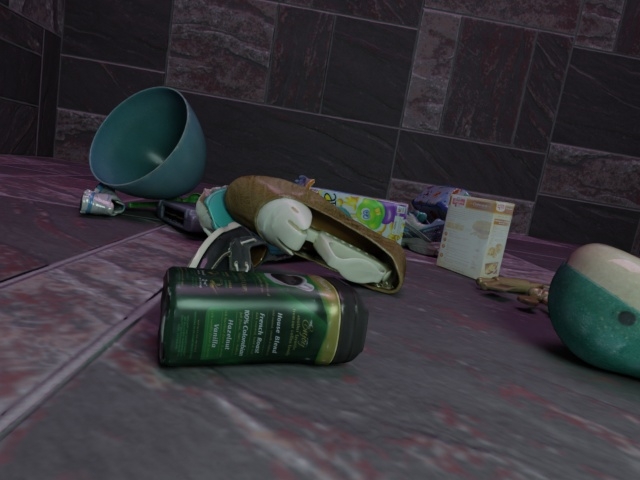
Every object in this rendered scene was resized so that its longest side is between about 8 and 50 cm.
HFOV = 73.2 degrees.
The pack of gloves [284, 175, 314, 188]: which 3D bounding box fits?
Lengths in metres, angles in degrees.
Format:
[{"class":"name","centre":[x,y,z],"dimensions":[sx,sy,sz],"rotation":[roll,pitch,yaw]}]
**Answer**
[{"class":"pack of gloves","centre":[-0.107,-0.096,1.084],"dimensions":[0.046,0.195,0.232],"rotation":[41,2,-14]}]

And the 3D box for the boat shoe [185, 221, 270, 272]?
[{"class":"boat shoe","centre":[-0.127,0.031,0.596],"dimensions":[0.079,0.084,0.233],"rotation":[34,15,-1]}]

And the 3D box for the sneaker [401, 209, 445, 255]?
[{"class":"sneaker","centre":[0.279,-0.038,1.343],"dimensions":[0.110,0.122,0.283],"rotation":[2,11,-43]}]

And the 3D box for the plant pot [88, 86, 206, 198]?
[{"class":"plant pot","centre":[-0.415,-0.221,1.129],"dimensions":[0.290,0.290,0.195],"rotation":[14,-18,26]}]

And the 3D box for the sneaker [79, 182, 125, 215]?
[{"class":"sneaker","centre":[-0.514,-0.091,1.044],"dimensions":[0.082,0.071,0.191],"rotation":[15,13,-17]}]

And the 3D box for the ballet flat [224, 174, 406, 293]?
[{"class":"ballet flat","centre":[0.000,0.000,0.709],"dimensions":[0.342,0.116,0.124],"rotation":[28,20,-14]}]

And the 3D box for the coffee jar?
[{"class":"coffee jar","centre":[-0.052,0.071,0.402],"dimensions":[0.184,0.079,0.096],"rotation":[5,7,-20]}]

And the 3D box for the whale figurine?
[{"class":"whale figurine","centre":[0.405,0.122,0.515],"dimensions":[0.272,0.141,0.216],"rotation":[38,18,16]}]

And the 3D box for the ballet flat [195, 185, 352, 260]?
[{"class":"ballet flat","centre":[-0.092,-0.016,0.884],"dimensions":[0.147,0.147,0.408],"rotation":[17,9,42]}]

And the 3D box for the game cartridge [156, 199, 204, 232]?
[{"class":"game cartridge","centre":[-0.268,-0.057,1.059],"dimensions":[0.196,0.060,0.294],"rotation":[-2,10,-34]}]

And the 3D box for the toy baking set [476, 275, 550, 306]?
[{"class":"toy baking set","centre":[0.441,0.115,0.845],"dimensions":[0.256,0.030,0.197],"rotation":[6,12,-20]}]

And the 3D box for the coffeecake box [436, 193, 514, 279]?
[{"class":"coffeecake box","centre":[0.370,-0.010,1.042],"dimensions":[0.068,0.186,0.142],"rotation":[4,10,-29]}]

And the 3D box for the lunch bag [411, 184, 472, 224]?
[{"class":"lunch bag","centre":[0.433,-0.056,1.394],"dimensions":[0.243,0.115,0.303],"rotation":[53,-1,-16]}]

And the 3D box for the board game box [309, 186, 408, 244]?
[{"class":"board game box","centre":[0.084,-0.055,1.168],"dimensions":[0.275,0.142,0.144],"rotation":[11,8,6]}]

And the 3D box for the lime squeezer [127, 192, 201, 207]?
[{"class":"lime squeezer","centre":[-0.383,-0.101,1.224],"dimensions":[0.310,0.059,0.110],"rotation":[-5,21,-29]}]
